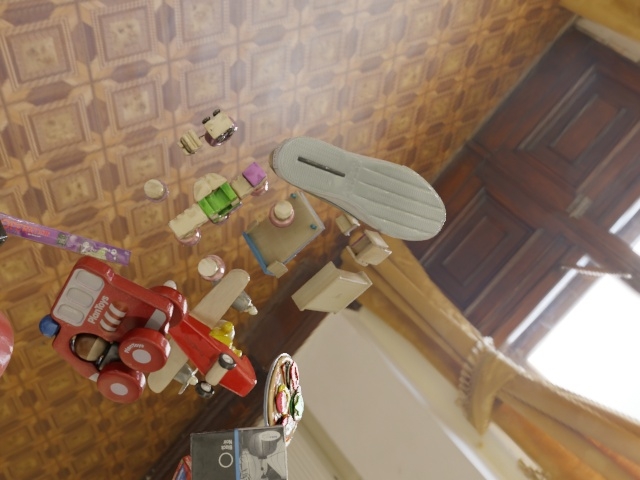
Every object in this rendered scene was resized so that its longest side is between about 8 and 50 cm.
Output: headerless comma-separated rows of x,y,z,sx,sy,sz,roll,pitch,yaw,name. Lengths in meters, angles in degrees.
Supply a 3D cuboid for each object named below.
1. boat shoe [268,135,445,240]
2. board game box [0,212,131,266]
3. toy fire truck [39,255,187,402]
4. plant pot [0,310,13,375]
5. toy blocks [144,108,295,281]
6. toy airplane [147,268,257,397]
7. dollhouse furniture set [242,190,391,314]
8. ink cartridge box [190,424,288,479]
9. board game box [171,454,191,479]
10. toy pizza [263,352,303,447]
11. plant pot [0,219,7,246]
0.059,-0.089,1.006,0.302,0.094,0.109,24,93,-21,boat shoe
-0.684,-0.006,1.631,0.346,0.208,0.056,22,83,-45,board game box
-0.444,0.185,1.346,0.253,0.169,0.302,31,123,-15,toy fire truck
-0.845,0.198,1.389,0.274,0.275,0.243,-30,153,-22,plant pot
-0.250,-0.096,1.578,0.288,0.309,0.260,-37,180,-6,toy blocks
-0.377,0.291,2.009,0.272,0.385,0.385,-4,89,-69,toy airplane
0.000,0.000,1.681,0.286,0.303,0.198,-42,155,16,dollhouse furniture set
-0.130,0.486,1.075,0.165,0.333,0.065,-4,166,-5,ink cartridge box
-0.359,0.709,1.695,0.027,0.145,0.281,-12,139,-44,board game box
-0.071,0.337,1.338,0.032,0.201,0.201,-2,151,15,toy pizza
-0.762,-0.011,1.300,0.187,0.167,0.188,-45,-178,14,plant pot
